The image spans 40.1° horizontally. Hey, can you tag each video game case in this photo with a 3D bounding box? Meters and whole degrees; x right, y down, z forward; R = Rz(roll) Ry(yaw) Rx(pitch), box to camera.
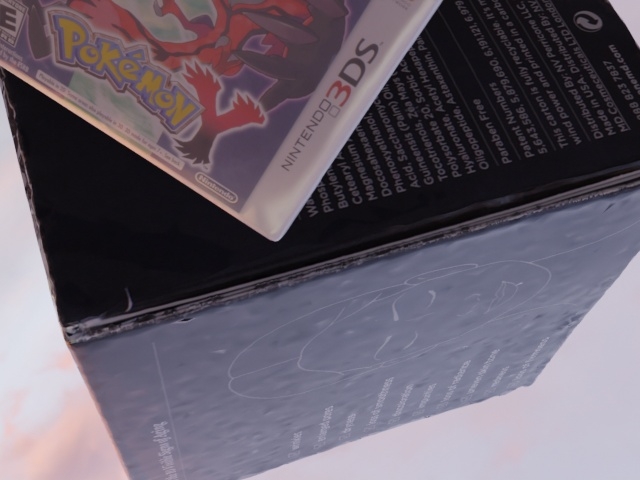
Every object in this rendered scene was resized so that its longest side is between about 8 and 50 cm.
[{"bbox_3d":[-0.063,-0.116,0.440,0.183,0.201,0.023,-55,-176,34],"label":"video game case"}]

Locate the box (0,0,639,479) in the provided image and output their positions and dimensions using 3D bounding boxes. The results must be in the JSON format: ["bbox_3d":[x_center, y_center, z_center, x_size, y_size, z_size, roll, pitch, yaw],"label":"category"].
[{"bbox_3d":[0.000,0.000,0.834,0.472,0.480,0.297,-17,-116,-14],"label":"box"}]
